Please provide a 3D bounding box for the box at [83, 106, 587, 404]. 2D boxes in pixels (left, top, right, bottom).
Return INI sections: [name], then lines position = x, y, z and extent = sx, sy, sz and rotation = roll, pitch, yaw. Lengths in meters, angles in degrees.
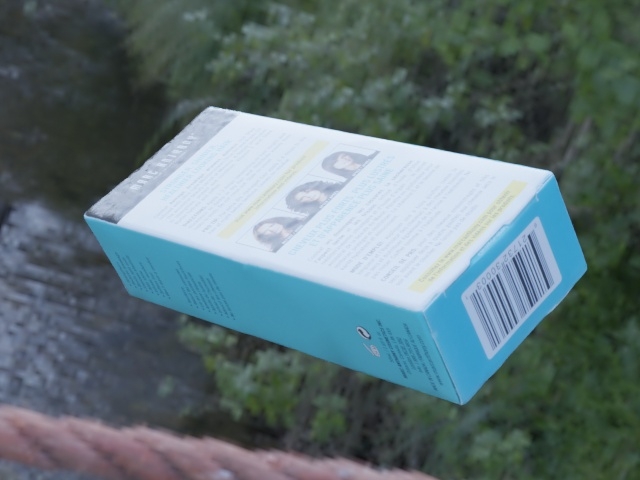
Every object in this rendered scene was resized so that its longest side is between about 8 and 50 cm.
[box]
position = 0.000, 0.000, 0.816
extent = 0.244, 0.060, 0.100
rotation = 15, 50, 46
